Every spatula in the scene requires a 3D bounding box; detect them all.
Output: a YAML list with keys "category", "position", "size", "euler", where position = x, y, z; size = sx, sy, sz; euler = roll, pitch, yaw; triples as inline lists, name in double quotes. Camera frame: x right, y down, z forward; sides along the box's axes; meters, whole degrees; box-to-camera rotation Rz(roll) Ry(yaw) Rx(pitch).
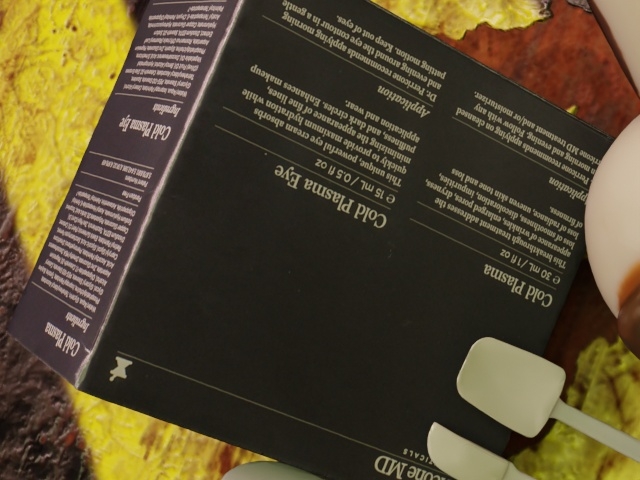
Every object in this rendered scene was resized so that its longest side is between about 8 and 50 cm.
- category: "spatula"
  position: [0.172, 0.186, 1.010]
  size: [0.168, 0.242, 0.019]
  euler: [-64, 23, -3]

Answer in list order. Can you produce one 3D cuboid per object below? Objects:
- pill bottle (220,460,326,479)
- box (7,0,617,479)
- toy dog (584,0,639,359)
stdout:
- category: "pill bottle"
  position: [-0.078, 0.308, 0.988]
  size: [0.169, 0.169, 0.301]
  euler: [41, 119, 22]
- category: "box"
  position: [0.000, 0.000, 1.013]
  size: [0.179, 0.343, 0.312]
  euler: [15, 81, 62]
- category: "toy dog"
  position: [0.275, -0.108, 0.864]
  size: [0.396, 0.284, 0.407]
  euler: [-1, 112, 4]
